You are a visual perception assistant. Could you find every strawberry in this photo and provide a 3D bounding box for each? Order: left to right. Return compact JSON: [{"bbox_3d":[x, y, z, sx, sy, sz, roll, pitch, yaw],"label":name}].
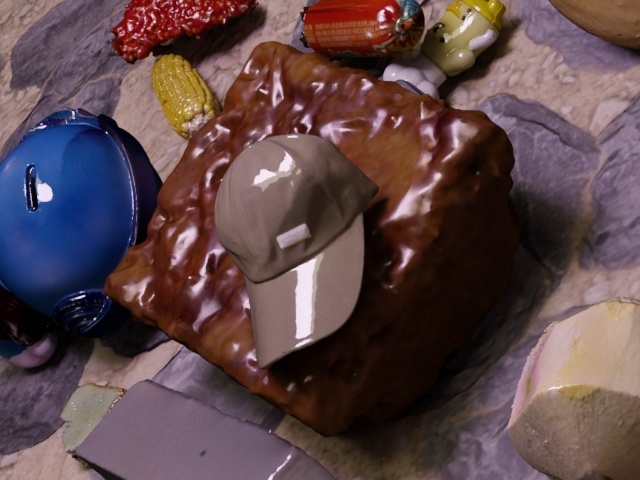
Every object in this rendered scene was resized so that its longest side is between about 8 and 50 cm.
[{"bbox_3d":[-0.178,-0.306,2.492,0.208,0.087,0.167,-22,9,21],"label":"strawberry"}]

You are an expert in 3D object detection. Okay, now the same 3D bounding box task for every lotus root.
[{"bbox_3d":[0.288,-0.280,1.896,0.303,0.131,0.146,-125,36,-55],"label":"lotus root"}]

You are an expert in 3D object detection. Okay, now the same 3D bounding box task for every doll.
[{"bbox_3d":[-0.308,-0.004,2.226,0.310,0.240,0.284,-25,62,32],"label":"doll"},{"bbox_3d":[0.134,-0.204,2.071,0.162,0.062,0.106,-48,28,1],"label":"doll"}]

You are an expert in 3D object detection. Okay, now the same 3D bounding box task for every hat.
[{"bbox_3d":[-0.043,0.009,1.697,0.166,0.144,0.173,-29,26,32],"label":"hat"}]

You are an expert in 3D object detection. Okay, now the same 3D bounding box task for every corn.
[{"bbox_3d":[-0.172,-0.182,2.401,0.067,0.067,0.206,-43,30,7],"label":"corn"}]

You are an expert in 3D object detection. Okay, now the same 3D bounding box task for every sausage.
[{"bbox_3d":[0.051,-0.239,2.107,0.083,0.083,0.264,-52,18,-8],"label":"sausage"}]

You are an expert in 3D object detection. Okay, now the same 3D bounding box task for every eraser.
[{"bbox_3d":[-0.104,0.232,1.859,0.111,0.077,0.352,-50,33,-17],"label":"eraser"}]

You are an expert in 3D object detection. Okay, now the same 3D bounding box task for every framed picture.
[{"bbox_3d":[0.052,-0.246,2.257,0.109,0.011,0.149,-10,48,43],"label":"framed picture"}]

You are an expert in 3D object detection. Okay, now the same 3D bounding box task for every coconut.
[{"bbox_3d":[0.230,0.135,1.529,0.147,0.147,0.153,-18,40,38],"label":"coconut"}]

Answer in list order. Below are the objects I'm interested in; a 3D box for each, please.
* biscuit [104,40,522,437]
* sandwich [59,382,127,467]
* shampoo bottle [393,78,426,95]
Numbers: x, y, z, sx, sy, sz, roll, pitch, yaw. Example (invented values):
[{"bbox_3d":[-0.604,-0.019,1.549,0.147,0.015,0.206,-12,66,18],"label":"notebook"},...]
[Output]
[{"bbox_3d":[0.000,0.000,1.877,0.343,0.166,0.395,-55,40,-5],"label":"biscuit"},{"bbox_3d":[-0.255,0.203,2.113,0.105,0.036,0.093,10,64,54],"label":"sandwich"},{"bbox_3d":[0.063,-0.088,2.028,0.080,0.040,0.165,42,105,22],"label":"shampoo bottle"}]
